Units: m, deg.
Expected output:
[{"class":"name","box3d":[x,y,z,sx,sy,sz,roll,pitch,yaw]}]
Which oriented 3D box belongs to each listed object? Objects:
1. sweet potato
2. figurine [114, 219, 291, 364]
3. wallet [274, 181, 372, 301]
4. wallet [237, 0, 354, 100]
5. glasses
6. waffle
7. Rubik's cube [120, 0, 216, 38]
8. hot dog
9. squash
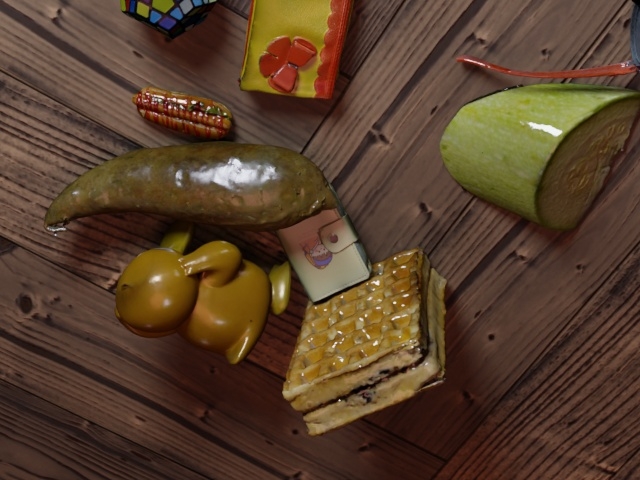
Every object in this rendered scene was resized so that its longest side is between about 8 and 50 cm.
[{"class":"sweet potato","box3d":[-0.186,-0.074,1.729,0.422,0.130,0.131,-1,121,5]},{"class":"figurine","box3d":[-0.174,0.079,1.772,0.228,0.215,0.215,35,116,-15]},{"class":"wallet","box3d":[0.000,0.000,1.796,0.110,0.039,0.155,-24,102,14]},{"class":"wallet","box3d":[-0.026,-0.300,1.621,0.141,0.067,0.241,8,120,-5]},{"class":"glasses","box3d":[0.300,-0.306,1.574,0.268,0.118,0.234,-8,121,7]},{"class":"waffle","box3d":[0.073,0.134,1.738,0.212,0.308,0.091,-24,111,16]},{"class":"Rubik's cube","box3d":[-0.198,-0.327,1.585,0.133,0.133,0.112,-37,85,22]},{"class":"hot dog","box3d":[-0.194,-0.179,1.715,0.144,0.038,0.062,15,121,-6]},{"class":"squash","box3d":[0.302,-0.140,1.731,0.204,0.155,0.237,-5,127,-38]}]
